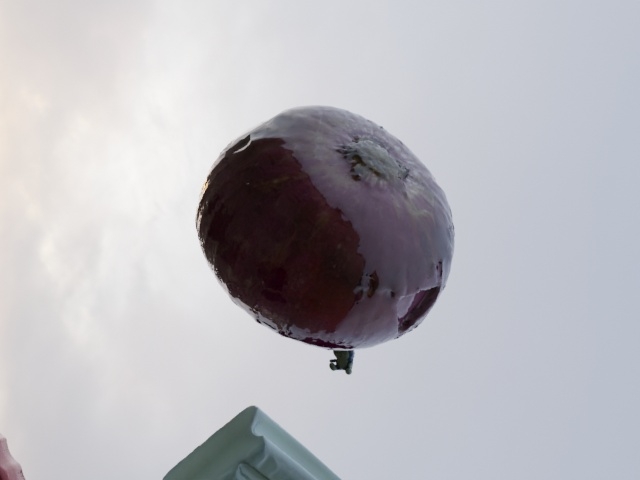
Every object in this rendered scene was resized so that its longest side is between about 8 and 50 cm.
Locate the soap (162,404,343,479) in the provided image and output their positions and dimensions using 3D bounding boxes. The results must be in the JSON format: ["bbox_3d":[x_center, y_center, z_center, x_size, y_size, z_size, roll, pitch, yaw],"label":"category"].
[{"bbox_3d":[-0.051,0.347,0.709,0.159,0.265,0.087,-40,-155,3],"label":"soap"}]

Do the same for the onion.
[{"bbox_3d":[0.004,-0.007,0.387,0.153,0.177,0.177,-47,-128,16],"label":"onion"}]

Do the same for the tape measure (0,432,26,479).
[{"bbox_3d":[-0.729,0.507,1.137,0.253,0.260,0.114,56,-13,5],"label":"tape measure"}]

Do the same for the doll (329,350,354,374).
[{"bbox_3d":[0.058,0.302,1.474,0.076,0.050,0.084,1,-90,34],"label":"doll"}]
